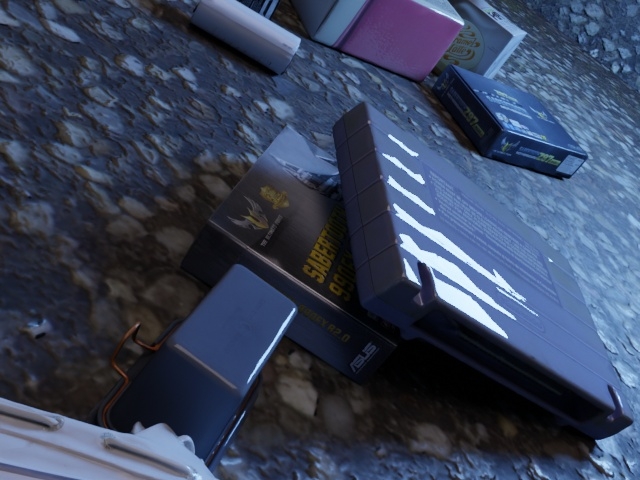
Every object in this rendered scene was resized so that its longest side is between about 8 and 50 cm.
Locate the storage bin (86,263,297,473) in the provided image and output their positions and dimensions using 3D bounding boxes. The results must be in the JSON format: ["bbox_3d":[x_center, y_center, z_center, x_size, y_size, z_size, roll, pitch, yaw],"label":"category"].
[{"bbox_3d":[-0.077,0.076,0.495,0.098,0.091,0.135,36,30,0],"label":"storage bin"}]

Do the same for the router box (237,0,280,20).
[{"bbox_3d":[-0.136,-0.404,1.133,0.133,0.046,0.179,18,35,-27],"label":"router box"}]

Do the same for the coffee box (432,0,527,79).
[{"bbox_3d":[0.225,-0.391,1.383,0.246,0.141,0.098,43,32,10],"label":"coffee box"}]

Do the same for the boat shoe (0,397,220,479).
[{"bbox_3d":[-0.094,0.133,0.396,0.258,0.095,0.084,25,37,-20],"label":"boat shoe"}]

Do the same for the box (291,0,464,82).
[{"bbox_3d":[0.088,-0.374,1.237,0.232,0.127,0.149,13,38,-33],"label":"box"}]

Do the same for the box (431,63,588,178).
[{"bbox_3d":[0.322,-0.200,1.299,0.232,0.059,0.183,10,38,-37],"label":"box"}]

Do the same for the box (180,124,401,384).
[{"bbox_3d":[0.000,0.000,0.709,0.183,0.056,0.231,35,30,-4],"label":"box"}]

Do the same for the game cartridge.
[{"bbox_3d":[0.156,0.035,0.737,0.355,0.068,0.230,32,31,-33],"label":"game cartridge"}]

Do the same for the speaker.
[{"bbox_3d":[-0.096,-0.268,0.980,0.136,0.055,0.055,28,32,-13],"label":"speaker"}]
